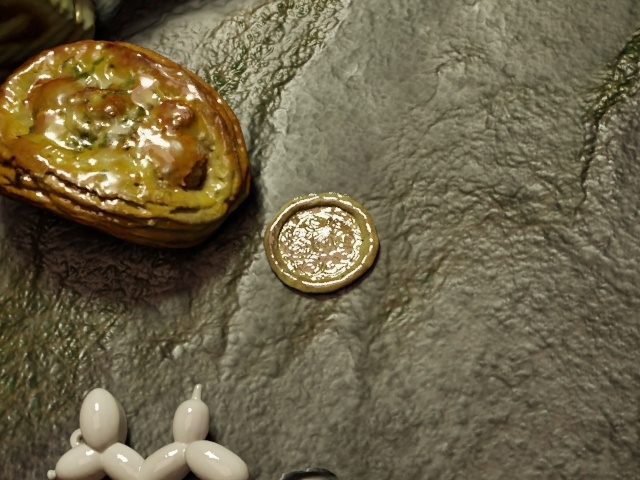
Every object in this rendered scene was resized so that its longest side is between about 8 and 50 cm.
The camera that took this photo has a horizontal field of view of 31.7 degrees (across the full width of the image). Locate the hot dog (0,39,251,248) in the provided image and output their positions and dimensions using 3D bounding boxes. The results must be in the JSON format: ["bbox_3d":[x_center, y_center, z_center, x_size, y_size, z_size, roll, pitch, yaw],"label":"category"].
[{"bbox_3d":[-0.204,-0.092,1.110,0.272,0.122,0.196,21,66,19],"label":"hot dog"}]

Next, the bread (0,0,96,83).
[{"bbox_3d":[-0.362,-0.341,1.207,0.155,0.187,0.338,-27,65,17],"label":"bread"}]

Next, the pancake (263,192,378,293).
[{"bbox_3d":[0.000,0.000,1.096,0.115,0.011,0.114,-3,66,6],"label":"pancake"}]

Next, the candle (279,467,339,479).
[{"bbox_3d":[-0.016,0.345,0.859,0.187,0.187,0.330,-23,67,-1],"label":"candle"}]

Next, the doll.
[{"bbox_3d":[-0.159,0.198,1.011,0.161,0.059,0.160,-35,66,-6],"label":"doll"}]
